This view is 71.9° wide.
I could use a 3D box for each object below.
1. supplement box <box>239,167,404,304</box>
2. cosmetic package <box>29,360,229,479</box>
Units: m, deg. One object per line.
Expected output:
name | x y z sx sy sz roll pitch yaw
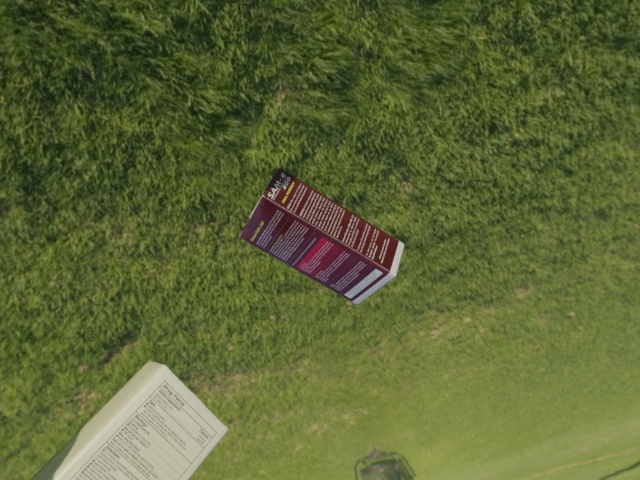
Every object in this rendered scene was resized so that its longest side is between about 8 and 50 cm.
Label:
supplement box | 0.000 0.000 0.725 0.239 0.073 0.130 31 142 -9
cosmetic package | -0.311 0.354 0.663 0.160 0.309 0.113 53 147 -15
